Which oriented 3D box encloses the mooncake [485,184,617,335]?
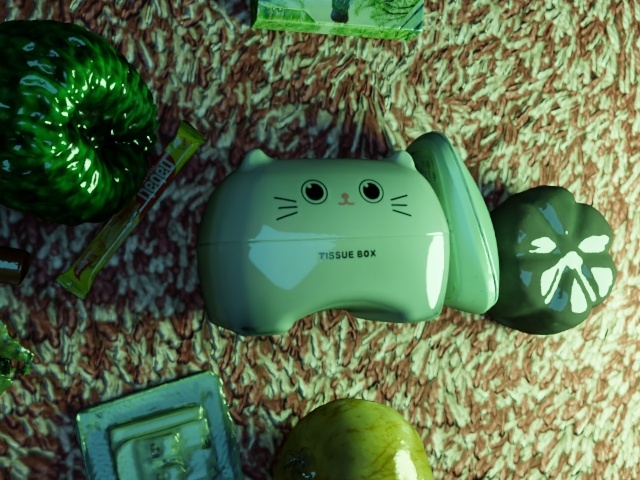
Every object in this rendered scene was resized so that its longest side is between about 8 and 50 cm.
[{"bbox_3d":[0.368,0.033,1.097,0.245,0.133,0.245,4,79,-20],"label":"mooncake"}]

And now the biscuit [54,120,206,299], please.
[{"bbox_3d":[-0.263,-0.047,0.941,0.048,0.026,0.292,33,77,6],"label":"biscuit"}]

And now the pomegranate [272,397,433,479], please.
[{"bbox_3d":[0.040,0.342,0.918,0.248,0.248,0.248,1,87,-18],"label":"pomegranate"}]

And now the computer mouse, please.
[{"bbox_3d":[0.210,-0.027,1.026,0.097,0.159,0.288,-11,92,-13],"label":"computer mouse"}]

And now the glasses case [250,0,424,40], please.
[{"bbox_3d":[0.028,-0.375,1.035,0.272,0.062,0.095,-2,88,-18],"label":"glasses case"}]

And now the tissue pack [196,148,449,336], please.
[{"bbox_3d":[0.000,0.000,0.917,0.333,0.229,0.236,-2,88,-19],"label":"tissue pack"}]

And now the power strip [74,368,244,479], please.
[{"bbox_3d":[-0.216,0.302,0.918,0.213,0.064,0.198,-15,90,-18],"label":"power strip"}]

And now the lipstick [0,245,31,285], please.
[{"bbox_3d":[-0.521,0.010,0.822,0.299,0.081,0.081,12,84,-17],"label":"lipstick"}]

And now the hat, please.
[{"bbox_3d":[-0.391,-0.164,0.814,0.332,0.274,0.242,14,70,11],"label":"hat"}]

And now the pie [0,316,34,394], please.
[{"bbox_3d":[-0.508,0.060,0.763,0.296,0.078,0.371,-5,122,-4],"label":"pie"}]
